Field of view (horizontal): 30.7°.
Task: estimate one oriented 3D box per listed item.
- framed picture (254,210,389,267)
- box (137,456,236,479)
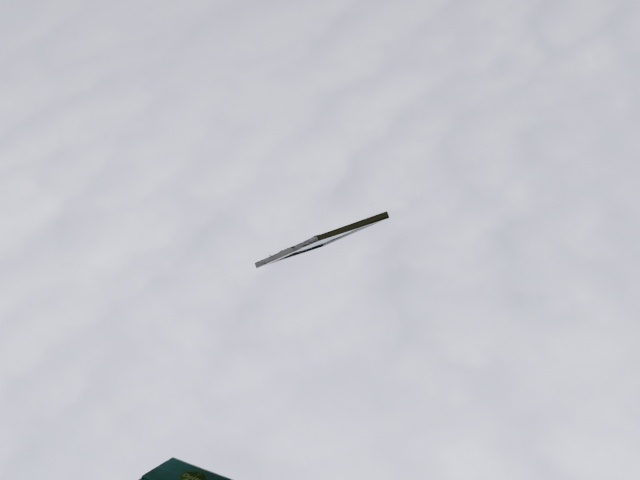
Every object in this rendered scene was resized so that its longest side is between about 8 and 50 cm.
[{"bbox_3d":[0.000,0.000,1.403,0.109,0.011,0.149,-18,176,-35],"label":"framed picture"},{"bbox_3d":[-0.105,0.315,1.063,0.139,0.194,0.073,14,-160,26],"label":"box"}]
